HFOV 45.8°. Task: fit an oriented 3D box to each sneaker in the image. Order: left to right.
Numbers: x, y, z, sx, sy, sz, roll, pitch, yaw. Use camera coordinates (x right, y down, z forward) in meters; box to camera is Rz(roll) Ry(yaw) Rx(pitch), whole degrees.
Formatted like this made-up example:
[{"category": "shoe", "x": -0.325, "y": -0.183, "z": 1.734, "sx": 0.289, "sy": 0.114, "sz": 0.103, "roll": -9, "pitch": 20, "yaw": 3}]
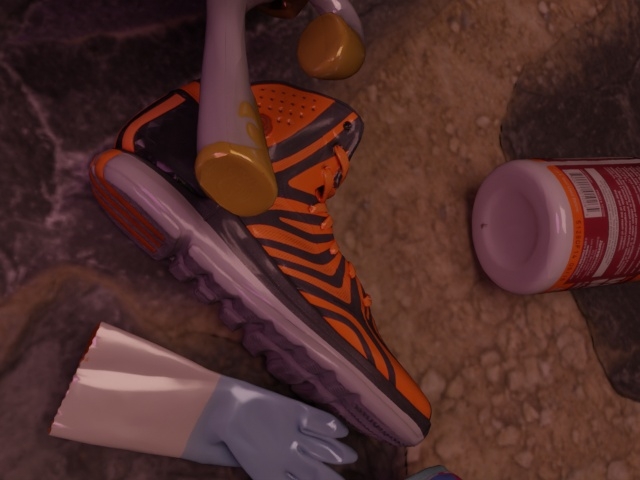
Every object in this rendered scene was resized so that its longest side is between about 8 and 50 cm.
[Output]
[{"category": "sneaker", "x": 0.000, "y": 0.000, "z": 0.576, "sx": 0.321, "sy": 0.124, "sz": 0.180, "roll": 46, "pitch": 65, "yaw": -11}]

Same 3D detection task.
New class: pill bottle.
[{"category": "pill bottle", "x": 0.263, "y": -0.018, "z": 0.710, "sx": 0.221, "sy": 0.121, "sz": 0.121, "roll": -4, "pitch": 82, "yaw": -27}]

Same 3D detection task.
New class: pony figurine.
[{"category": "pony figurine", "x": -0.092, "y": -0.245, "z": 0.490, "sx": 0.351, "sy": 0.303, "sz": 0.363, "roll": 46, "pitch": 30, "yaw": -30}]

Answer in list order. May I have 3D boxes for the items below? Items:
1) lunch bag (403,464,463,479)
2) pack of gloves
[{"category": "lunch bag", "x": 0.045, "y": 0.294, "z": 0.467, "sx": 0.262, "sy": 0.223, "sz": 0.160, "roll": -23, "pitch": 112, "yaw": -17}, {"category": "pack of gloves", "x": -0.096, "y": 0.188, "z": 0.548, "sx": 0.232, "sy": 0.046, "sz": 0.195, "roll": 27, "pitch": 85, "yaw": -21}]
